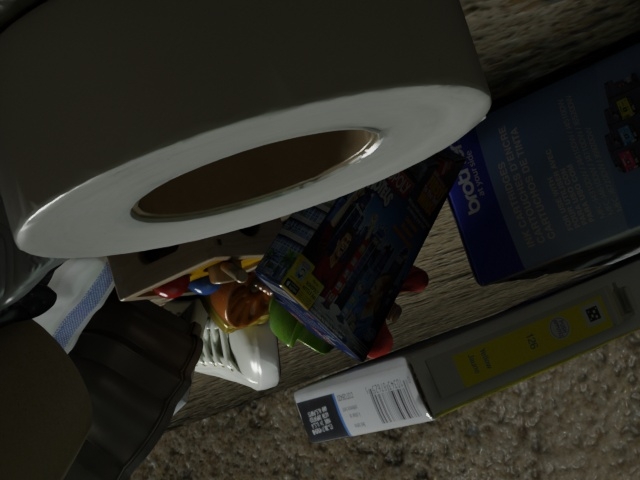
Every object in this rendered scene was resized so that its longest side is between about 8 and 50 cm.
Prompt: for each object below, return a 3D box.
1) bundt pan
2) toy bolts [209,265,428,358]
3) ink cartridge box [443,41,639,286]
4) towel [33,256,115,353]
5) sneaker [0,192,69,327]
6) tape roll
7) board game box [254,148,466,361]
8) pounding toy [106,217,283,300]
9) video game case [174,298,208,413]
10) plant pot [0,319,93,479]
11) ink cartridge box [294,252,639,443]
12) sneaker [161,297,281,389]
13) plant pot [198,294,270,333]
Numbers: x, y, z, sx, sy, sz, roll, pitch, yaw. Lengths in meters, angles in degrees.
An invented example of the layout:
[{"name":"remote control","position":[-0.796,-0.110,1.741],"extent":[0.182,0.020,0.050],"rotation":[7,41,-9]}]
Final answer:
[{"name":"bundt pan","position":[-0.269,0.179,1.607],"extent":[0.331,0.124,0.331],"rotation":[-46,-164,17]},{"name":"toy bolts","position":[0.000,0.000,1.545],"extent":[0.218,0.158,0.228],"rotation":[-58,154,2]},{"name":"ink cartridge box","position":[0.289,-0.075,1.419],"extent":[0.395,0.151,0.270],"rotation":[-25,168,36]},{"name":"towel","position":[-0.305,0.080,1.316],"extent":[0.285,0.034,0.209],"rotation":[0,134,-51]},{"name":"sneaker","position":[-0.226,0.004,1.120],"extent":[0.268,0.101,0.153],"rotation":[-20,174,37]},{"name":"tape roll","position":[-0.049,-0.080,0.921],"extent":[0.286,0.100,0.286],"rotation":[-17,170,-3]},{"name":"board game box","position":[0.034,-0.020,1.334],"extent":[0.194,0.060,0.194],"rotation":[-57,151,-9]},{"name":"pounding toy","position":[-0.095,0.007,1.343],"extent":[0.141,0.100,0.130],"rotation":[-23,169,30]},{"name":"video game case","position":[-0.201,0.178,1.697],"extent":[0.212,0.023,0.193],"rotation":[-44,-164,21]},{"name":"plant pot","position":[-0.310,0.172,1.195],"extent":[0.274,0.256,0.256],"rotation":[-39,-175,-36]},{"name":"ink cartridge box","position":[0.162,0.095,1.456],"extent":[0.307,0.072,0.303],"rotation":[-18,174,-21]},{"name":"sneaker","position":[-0.127,0.118,1.807],"extent":[0.123,0.106,0.290],"rotation":[-9,-177,-18]},{"name":"plant pot","position":[-0.087,0.049,1.663],"extent":[0.081,0.083,0.081],"rotation":[-15,171,-8]}]
